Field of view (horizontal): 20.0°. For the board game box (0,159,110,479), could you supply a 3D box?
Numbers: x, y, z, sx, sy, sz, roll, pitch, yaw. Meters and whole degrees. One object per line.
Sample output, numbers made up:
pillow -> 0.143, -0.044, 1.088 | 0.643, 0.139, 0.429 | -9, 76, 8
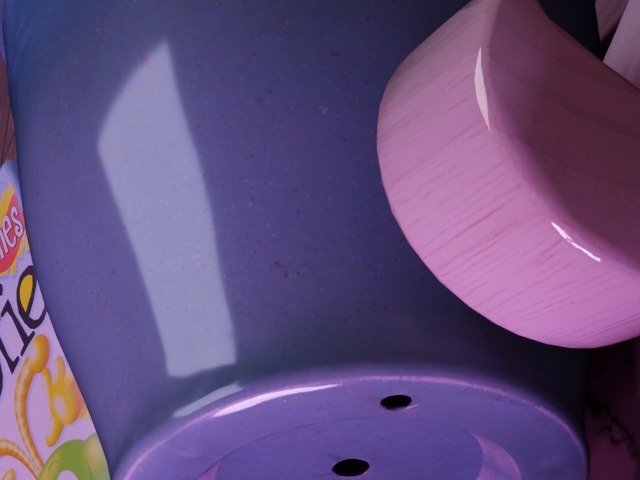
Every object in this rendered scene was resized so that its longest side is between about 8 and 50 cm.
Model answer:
board game box -> -0.087, 0.115, 0.881 | 0.142, 0.144, 0.275 | -51, 48, 33

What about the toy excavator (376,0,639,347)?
toy excavator -> 0.131, -0.238, 0.676 | 0.433, 0.445, 0.222 | -30, -4, -29

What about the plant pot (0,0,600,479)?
plant pot -> 0.000, 0.000, 0.753 | 0.272, 0.271, 0.255 | -52, 35, 46
